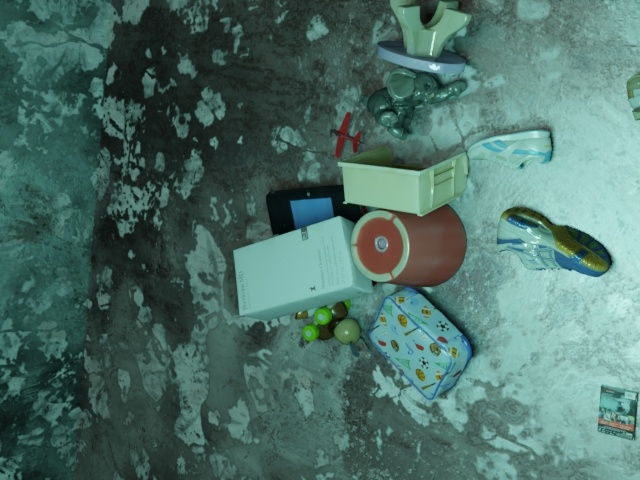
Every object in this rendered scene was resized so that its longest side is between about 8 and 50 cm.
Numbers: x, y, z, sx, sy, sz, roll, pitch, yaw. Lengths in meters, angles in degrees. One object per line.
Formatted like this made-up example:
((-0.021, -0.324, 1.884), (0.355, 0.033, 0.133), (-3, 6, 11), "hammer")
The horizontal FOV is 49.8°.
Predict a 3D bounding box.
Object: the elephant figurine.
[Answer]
((0.259, -0.419, 1.960), (0.239, 0.186, 0.169), (-49, 19, 19), "elephant figurine")

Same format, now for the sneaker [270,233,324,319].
((-0.105, 0.116, 2.185), (0.290, 0.123, 0.106), (59, 154, 13), "sneaker")

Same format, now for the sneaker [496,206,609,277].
((0.583, 0.028, 1.746), (0.296, 0.111, 0.131), (34, 131, 35), "sneaker")

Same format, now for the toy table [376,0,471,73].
((0.279, -0.564, 1.870), (0.274, 0.252, 0.161), (22, 123, 25), "toy table")

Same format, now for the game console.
((0.000, 0.000, 2.183), (0.386, 0.060, 0.342), (-2, 109, 39), "game console")

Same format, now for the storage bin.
((0.233, -0.175, 1.893), (0.262, 0.260, 0.123), (11, 115, 39), "storage bin")

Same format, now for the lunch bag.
((0.275, 0.293, 1.975), (0.303, 0.114, 0.243), (46, 141, 29), "lunch bag")

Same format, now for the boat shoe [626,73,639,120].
((0.818, -0.369, 1.502), (0.302, 0.113, 0.103), (-23, 84, 39), "boat shoe")

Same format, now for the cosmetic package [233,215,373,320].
((-0.056, 0.090, 2.034), (0.384, 0.156, 0.217), (-19, 70, 24), "cosmetic package")

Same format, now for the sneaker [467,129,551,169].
((0.489, -0.228, 1.802), (0.228, 0.087, 0.092), (-5, 92, 42), "sneaker")

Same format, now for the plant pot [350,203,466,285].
((0.232, 0.009, 1.929), (0.274, 0.243, 0.275), (2, 94, 39), "plant pot")

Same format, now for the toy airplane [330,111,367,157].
((0.083, -0.322, 2.170), (0.151, 0.028, 0.151), (5, 98, 40), "toy airplane")

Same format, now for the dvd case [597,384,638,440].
((0.729, 0.422, 1.690), (0.087, 0.013, 0.120), (5, 97, 39), "dvd case")

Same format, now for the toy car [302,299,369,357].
((0.068, 0.291, 2.154), (0.188, 0.155, 0.149), (43, 119, 15), "toy car")
